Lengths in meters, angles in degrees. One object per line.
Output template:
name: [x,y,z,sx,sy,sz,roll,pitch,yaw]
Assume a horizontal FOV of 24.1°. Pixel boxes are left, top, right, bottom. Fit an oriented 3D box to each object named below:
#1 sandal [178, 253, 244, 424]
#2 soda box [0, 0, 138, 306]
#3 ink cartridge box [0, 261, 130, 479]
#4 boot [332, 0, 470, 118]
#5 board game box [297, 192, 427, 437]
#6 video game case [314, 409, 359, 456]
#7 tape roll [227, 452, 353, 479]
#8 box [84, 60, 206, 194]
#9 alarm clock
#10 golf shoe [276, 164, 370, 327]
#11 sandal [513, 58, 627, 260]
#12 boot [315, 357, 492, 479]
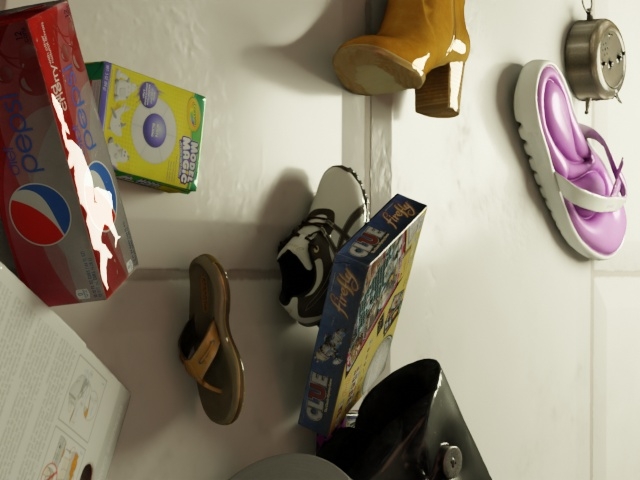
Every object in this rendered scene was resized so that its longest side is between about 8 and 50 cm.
sandal: [-0.122,0.105,1.564,0.049,0.072,0.180,-11,98,-39]
soda box: [-0.246,-0.076,1.351,0.092,0.083,0.263,-54,133,-65]
ink cartridge box: [-0.311,0.199,1.307,0.385,0.091,0.308,60,41,-60]
boot: [0.101,-0.283,1.869,0.295,0.104,0.211,17,71,-59]
board game box: [0.048,0.085,1.721,0.165,0.042,0.243,-43,151,-53]
video game case: [0.064,0.323,1.846,0.210,0.042,0.232,7,84,-55]
tape roll: [-0.035,0.334,1.551,0.072,0.219,0.219,48,52,-46]
box: [-0.175,-0.108,1.508,0.179,0.043,0.105,14,79,-56]
alarm clock: [0.435,-0.304,2.369,0.129,0.064,0.192,-31,112,-51]
golf shoe: [0.000,0.000,1.728,0.094,0.077,0.198,27,67,-52]
sandal: [0.407,-0.106,2.288,0.416,0.102,0.169,50,51,-43]
boot: [0.201,0.325,1.868,0.445,0.146,0.367,57,44,-22]
